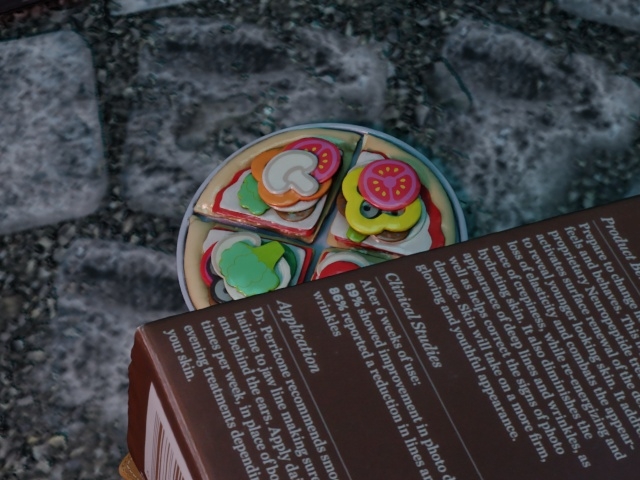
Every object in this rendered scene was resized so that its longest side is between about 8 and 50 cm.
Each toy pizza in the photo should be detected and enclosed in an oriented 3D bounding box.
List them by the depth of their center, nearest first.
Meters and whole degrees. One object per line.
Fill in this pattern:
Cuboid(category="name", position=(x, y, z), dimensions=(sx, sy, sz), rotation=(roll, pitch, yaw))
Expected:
Cuboid(category="toy pizza", position=(0.000, 0.000, 1.077), dimensions=(0.201, 0.032, 0.201), rotation=(-2, 61, 4))

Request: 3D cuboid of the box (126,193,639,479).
Cuboid(category="box", position=(0.099, 0.108, 0.892), dimensions=(0.381, 0.143, 0.191), rotation=(-14, 56, -19))

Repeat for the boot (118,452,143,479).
Cuboid(category="boot", position=(-0.076, 0.245, 0.903), dimensions=(0.220, 0.109, 0.283), rotation=(27, 65, 17))

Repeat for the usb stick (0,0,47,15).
Cuboid(category="usb stick", position=(-0.234, -0.211, 1.210), dimensions=(0.278, 0.045, 0.077), rotation=(-18, 68, -5))
